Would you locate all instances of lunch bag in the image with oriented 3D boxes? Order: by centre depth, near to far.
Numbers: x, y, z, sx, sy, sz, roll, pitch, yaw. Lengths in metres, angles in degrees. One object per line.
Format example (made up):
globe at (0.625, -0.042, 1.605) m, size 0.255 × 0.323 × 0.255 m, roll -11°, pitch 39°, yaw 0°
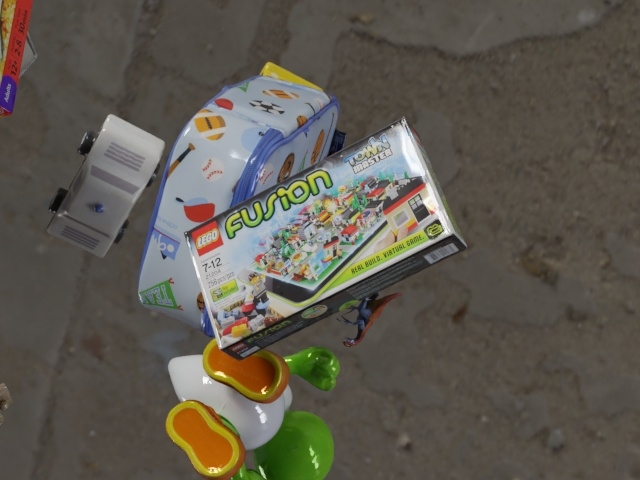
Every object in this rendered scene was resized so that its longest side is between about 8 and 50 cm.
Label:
lunch bag at (-0.076, -0.037, 1.384) m, size 0.115 × 0.303 × 0.243 m, roll 20°, pitch 110°, yaw 12°

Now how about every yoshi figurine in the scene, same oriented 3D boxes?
yoshi figurine at (-0.063, 0.232, 1.645) m, size 0.204 × 0.203 × 0.362 m, roll -12°, pitch 168°, yaw 4°

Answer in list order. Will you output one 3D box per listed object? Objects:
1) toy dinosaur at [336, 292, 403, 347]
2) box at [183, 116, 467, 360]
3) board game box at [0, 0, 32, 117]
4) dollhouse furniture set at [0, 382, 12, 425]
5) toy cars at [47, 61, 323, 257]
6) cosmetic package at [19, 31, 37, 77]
toy dinosaur at (0.052, 0.094, 1.574) m, size 0.090 × 0.047 × 0.082 m, roll 14°, pitch 124°, yaw 32°
box at (0.000, 0.000, 1.052) m, size 0.207 × 0.114 × 0.036 m, roll -27°, pitch 152°, yaw 12°
board game box at (-0.331, -0.207, 1.120) m, size 0.045 × 0.146 × 0.193 m, roll -10°, pitch 154°, yaw 30°
dollhouse furniture set at (-0.374, 0.280, 1.554) m, size 0.151 × 0.123 × 0.144 m, roll 50°, pitch 161°, yaw 17°
toy cars at (-0.172, -0.082, 1.621) m, size 0.394 × 0.087 × 0.176 m, roll -17°, pitch 119°, yaw 10°
cosmetic package at (-0.480, -0.258, 1.467) m, size 0.296 × 0.153 × 0.129 m, roll 38°, pitch 167°, yaw 9°
